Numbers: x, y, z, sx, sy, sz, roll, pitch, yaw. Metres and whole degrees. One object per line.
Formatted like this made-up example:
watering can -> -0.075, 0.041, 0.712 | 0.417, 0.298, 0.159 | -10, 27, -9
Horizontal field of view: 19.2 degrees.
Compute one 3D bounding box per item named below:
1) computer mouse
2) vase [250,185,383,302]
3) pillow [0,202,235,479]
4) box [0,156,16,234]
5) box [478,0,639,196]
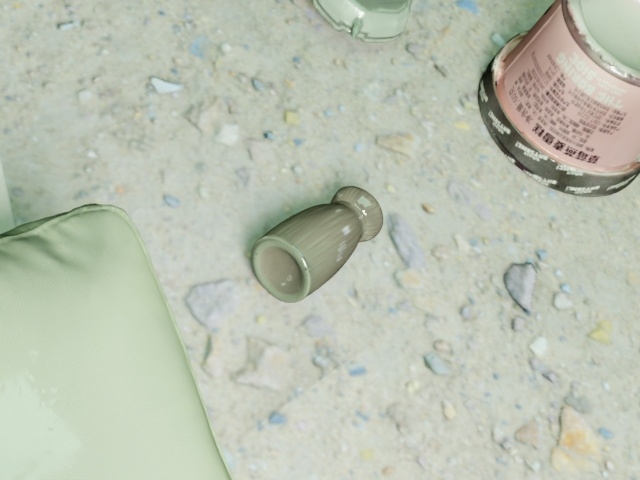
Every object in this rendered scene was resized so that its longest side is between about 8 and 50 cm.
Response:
computer mouse -> 0.040, -0.223, 1.518 | 0.089, 0.056, 0.182 | 20, 58, -10
vase -> 0.000, 0.000, 1.335 | 0.053, 0.053, 0.100 | 45, 44, 10
pillow -> -0.162, 0.156, 1.059 | 0.255, 0.120, 0.322 | -20, 83, -31
box -> -0.276, -0.037, 1.207 | 0.135, 0.079, 0.269 | 0, 57, -27
box -> 0.219, -0.133, 1.487 | 0.151, 0.135, 0.151 | 14, 50, -17
